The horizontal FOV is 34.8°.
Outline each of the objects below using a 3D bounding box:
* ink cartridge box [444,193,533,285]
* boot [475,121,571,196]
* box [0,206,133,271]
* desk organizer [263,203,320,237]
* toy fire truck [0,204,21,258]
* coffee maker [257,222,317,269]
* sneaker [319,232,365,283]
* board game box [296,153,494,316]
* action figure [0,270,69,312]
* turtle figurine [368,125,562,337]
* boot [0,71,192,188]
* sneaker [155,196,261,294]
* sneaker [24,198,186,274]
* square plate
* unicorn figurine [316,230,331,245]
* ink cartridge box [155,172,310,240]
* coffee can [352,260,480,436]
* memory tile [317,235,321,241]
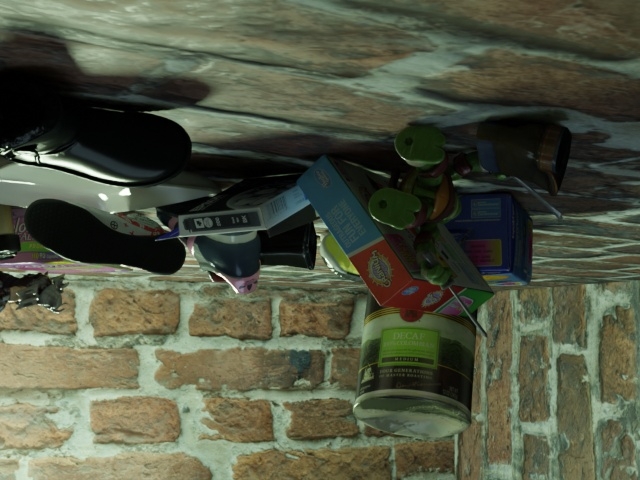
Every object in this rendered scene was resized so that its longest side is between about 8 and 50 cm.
[{"bbox_3d":[0.249,0.002,1.956,0.270,0.151,0.395,-2,171,18],"label":"ink cartridge box"},{"bbox_3d":[0.268,-0.115,1.334,0.106,0.082,0.219,15,174,17],"label":"boot"},{"bbox_3d":[-0.544,0.002,2.130,0.213,0.117,0.243,-2,172,23],"label":"box"},{"bbox_3d":[-0.040,-0.053,1.691,0.130,0.047,0.050,-21,-159,-18],"label":"desk organizer"},{"bbox_3d":[-0.675,-0.036,1.815,0.246,0.158,0.217,-8,177,-22],"label":"toy fire truck"},{"bbox_3d":[-0.105,0.003,2.091,0.178,0.120,0.171,-1,172,12],"label":"coffee maker"},{"bbox_3d":[0.192,0.014,2.263,0.385,0.145,0.147,4,142,-8],"label":"sneaker"},{"bbox_3d":[0.124,-0.001,1.585,0.064,0.242,0.316,-43,154,19],"label":"board game box"},{"bbox_3d":[-0.611,0.085,1.963,0.285,0.099,0.185,18,-175,14],"label":"action figure"},{"bbox_3d":[0.193,-0.043,1.394,0.198,0.274,0.266,-37,156,14],"label":"turtle figurine"},{"bbox_3d":[-0.278,-0.121,1.152,0.246,0.094,0.207,7,177,-1],"label":"boot"},{"bbox_3d":[-0.200,0.004,1.766,0.112,0.131,0.319,-14,-160,-24],"label":"sneaker"},{"bbox_3d":[-0.367,-0.011,1.706,0.270,0.090,0.145,16,-175,-23],"label":"sneaker"},{"bbox_3d":[-0.392,-0.093,1.602,0.347,0.049,0.344,7,171,-43],"label":"square plate"},{"bbox_3d":[0.024,0.002,2.384,0.111,0.060,0.162,-6,-173,43],"label":"unicorn figurine"},{"bbox_3d":[-0.126,-0.056,1.599,0.208,0.045,0.206,-6,-165,29],"label":"ink cartridge box"},{"bbox_3d":[0.170,0.178,1.768,0.201,0.275,0.201,6,152,3],"label":"coffee can"},{"bbox_3d":[0.000,0.000,2.516,0.148,0.012,0.113,4,173,-29],"label":"memory tile"}]
